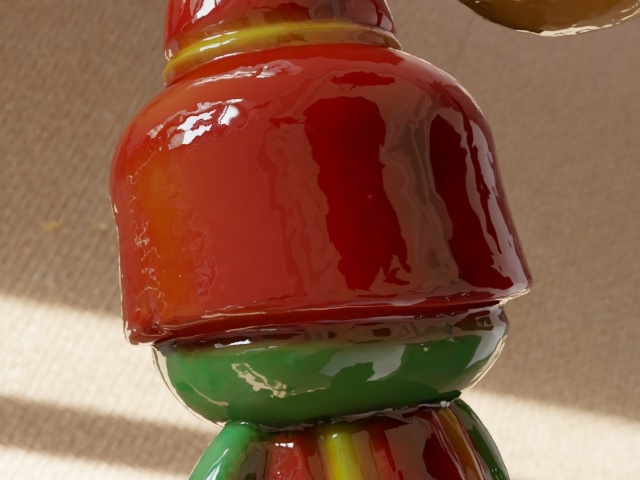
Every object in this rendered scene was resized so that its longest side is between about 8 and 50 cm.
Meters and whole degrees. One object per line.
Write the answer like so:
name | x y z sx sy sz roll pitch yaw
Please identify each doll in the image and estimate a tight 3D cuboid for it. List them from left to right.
doll | 0.000 0.001 0.700 0.182 0.160 0.363 -4 77 -33

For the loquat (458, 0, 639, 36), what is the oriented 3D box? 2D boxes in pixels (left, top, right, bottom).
loquat | 0.078 -0.136 0.529 0.141 0.141 0.141 19 42 -18
